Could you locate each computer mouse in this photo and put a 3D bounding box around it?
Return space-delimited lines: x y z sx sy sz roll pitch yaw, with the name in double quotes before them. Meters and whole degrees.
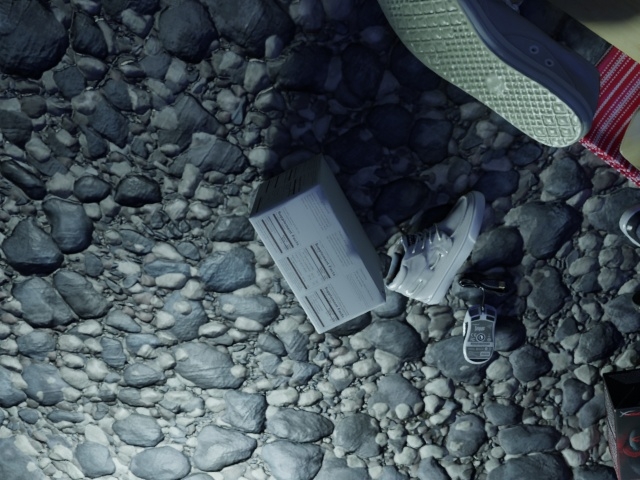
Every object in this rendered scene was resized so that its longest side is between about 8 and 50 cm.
"computer mouse" 0.334 0.167 1.539 0.106 0.042 0.193 3 107 -6

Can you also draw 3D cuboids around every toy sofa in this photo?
"toy sofa" 0.499 -0.403 1.181 0.362 0.150 0.177 26 69 -19

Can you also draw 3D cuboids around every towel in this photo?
"towel" 0.606 -0.229 1.381 0.275 0.031 0.199 33 108 -12

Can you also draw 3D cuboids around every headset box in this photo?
"headset box" 0.735 0.407 1.561 0.218 0.110 0.293 -10 124 12

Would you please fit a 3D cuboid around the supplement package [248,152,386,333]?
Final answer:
"supplement package" 0.000 0.000 1.384 0.145 0.204 0.262 -25 110 11

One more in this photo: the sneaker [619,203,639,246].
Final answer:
"sneaker" 0.722 0.015 1.411 0.268 0.153 0.101 22 111 -9

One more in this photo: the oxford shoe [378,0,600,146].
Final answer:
"oxford shoe" 0.272 -0.334 1.199 0.449 0.169 0.130 40 65 5

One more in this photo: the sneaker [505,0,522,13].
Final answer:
"sneaker" 0.337 -0.373 1.283 0.292 0.108 0.169 34 112 -11

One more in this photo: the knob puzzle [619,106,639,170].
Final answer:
"knob puzzle" 0.653 -0.199 1.359 0.213 0.030 0.213 0 112 0

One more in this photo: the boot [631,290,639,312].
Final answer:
"boot" 0.764 0.223 1.536 0.263 0.091 0.229 9 120 5

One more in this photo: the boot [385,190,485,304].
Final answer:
"boot" 0.221 0.007 1.442 0.123 0.095 0.258 16 113 -13
